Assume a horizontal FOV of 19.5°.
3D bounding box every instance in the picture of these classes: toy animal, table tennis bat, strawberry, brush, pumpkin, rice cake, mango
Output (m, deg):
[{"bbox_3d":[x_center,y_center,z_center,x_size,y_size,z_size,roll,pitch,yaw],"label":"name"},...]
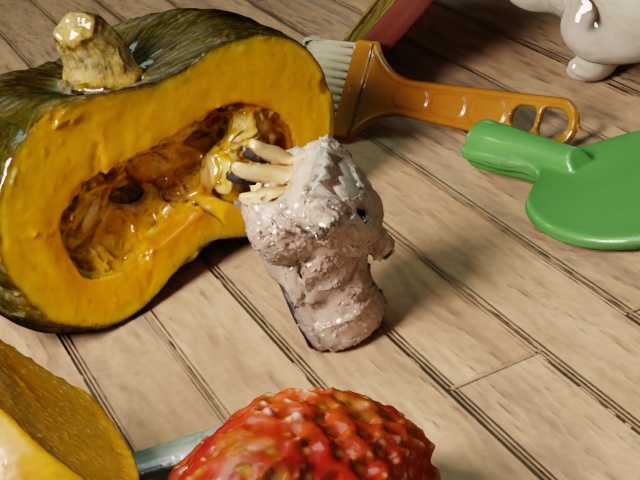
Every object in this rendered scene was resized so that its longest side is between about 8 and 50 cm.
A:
[{"bbox_3d":[0.257,-0.234,1.512,0.154,0.208,0.325,17,-7,-30],"label":"toy animal"},{"bbox_3d":[0.100,-0.265,1.748,0.268,0.051,0.415,-53,7,3],"label":"table tennis bat"},{"bbox_3d":[-0.038,0.143,0.958,0.175,0.107,0.236,-7,25,24],"label":"strawberry"},{"bbox_3d":[0.088,-0.115,1.532,0.314,0.090,0.017,14,-3,43],"label":"brush"},{"bbox_3d":[0.198,-0.046,1.332,0.160,0.039,0.257,-31,31,-29],"label":"table tennis bat"},{"bbox_3d":[-0.147,-0.076,1.396,0.317,0.222,0.139,-28,24,-27],"label":"pumpkin"},{"bbox_3d":[-0.075,0.133,1.104,0.207,0.033,0.033,-17,28,2],"label":"rice cake"},{"bbox_3d":[-0.216,0.127,1.023,0.201,0.199,0.350,-2,12,-37],"label":"mango"}]

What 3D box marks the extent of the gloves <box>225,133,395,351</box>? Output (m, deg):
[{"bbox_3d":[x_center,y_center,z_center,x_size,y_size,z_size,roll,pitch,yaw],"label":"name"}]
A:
[{"bbox_3d":[0.000,-0.001,1.220,0.094,0.144,0.110,-15,45,1],"label":"gloves"}]
